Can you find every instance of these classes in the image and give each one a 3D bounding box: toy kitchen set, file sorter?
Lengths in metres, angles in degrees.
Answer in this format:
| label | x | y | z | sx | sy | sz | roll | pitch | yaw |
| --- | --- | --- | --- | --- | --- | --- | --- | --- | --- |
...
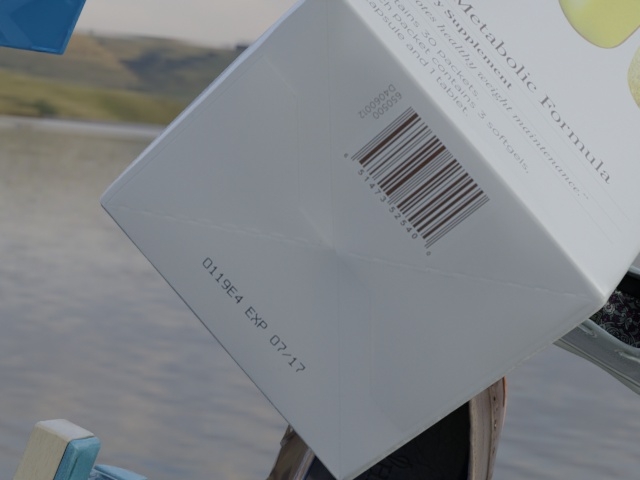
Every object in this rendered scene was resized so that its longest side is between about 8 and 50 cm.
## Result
| label | x | y | z | sx | sy | sz | roll | pitch | yaw |
| --- | --- | --- | --- | --- | --- | --- | --- | --- | --- |
| toy kitchen set | -0.157 | 0.240 | 1.476 | 0.166 | 0.122 | 0.207 | 23 | 5 | 17 |
| file sorter | -0.224 | -0.237 | 1.221 | 0.118 | 0.104 | 0.170 | 5 | -42 | -28 |

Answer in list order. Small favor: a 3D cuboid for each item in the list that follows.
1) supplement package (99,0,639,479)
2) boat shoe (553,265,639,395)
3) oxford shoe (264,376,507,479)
| label | x | y | z | sx | sy | sz | roll | pitch | yaw |
| --- | --- | --- | --- | --- | --- | --- | --- | --- | --- |
| supplement package | 0.057 | -0.046 | 0.650 | 0.134 | 0.139 | 0.244 | -39 | 3 | 36 |
| boat shoe | 0.247 | 0.069 | 1.244 | 0.227 | 0.079 | 0.081 | 24 | -18 | -4 |
| oxford shoe | -0.008 | 0.198 | 0.766 | 0.130 | 0.363 | 0.133 | 15 | -3 | 3 |
